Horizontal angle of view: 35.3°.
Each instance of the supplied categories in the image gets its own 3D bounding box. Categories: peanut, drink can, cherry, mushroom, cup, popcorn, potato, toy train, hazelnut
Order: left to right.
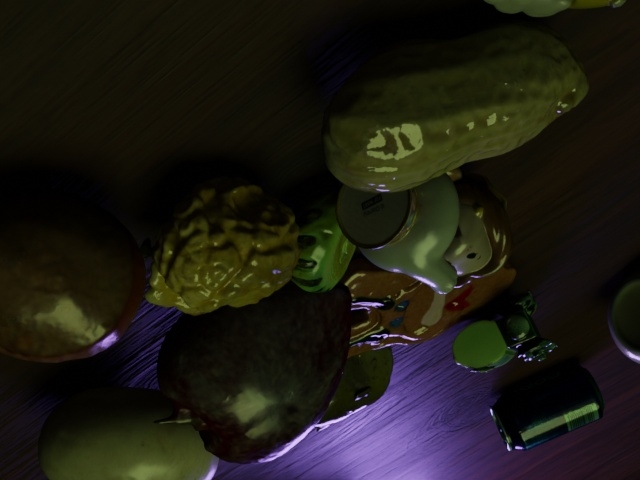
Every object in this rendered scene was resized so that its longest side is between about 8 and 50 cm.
[{"bbox_3d":[-0.286,0.039,1.047,0.214,0.176,0.214,10,166,2],"label":"hazelnut"},{"bbox_3d":[-0.261,0.301,1.378,0.246,0.202,0.246,2,174,0],"label":"mushroom"},{"bbox_3d":[-0.111,0.012,1.122,0.170,0.180,0.180,15,155,22],"label":"popcorn"},{"bbox_3d":[-0.080,0.156,1.293,0.300,0.203,0.230,-40,115,-13],"label":"cherry"},{"bbox_3d":[0.004,0.226,1.543,0.272,0.111,0.160,-9,147,-20],"label":"potato"},{"bbox_3d":[0.140,-0.149,1.052,0.313,0.152,0.152,-20,148,-16],"label":"peanut"},{"bbox_3d":[0.283,0.159,1.588,0.157,0.105,0.253,-26,167,10],"label":"toy train"},{"bbox_3d":[0.438,0.326,1.945,0.205,0.118,0.118,-22,147,-1],"label":"drink can"},{"bbox_3d":[0.629,0.106,1.694,0.202,0.173,0.255,6,138,-40],"label":"cup"}]

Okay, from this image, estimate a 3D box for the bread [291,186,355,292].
[{"bbox_3d":[0.000,0.000,1.225,0.071,0.130,0.139,17,173,16],"label":"bread"}]

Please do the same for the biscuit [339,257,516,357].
[{"bbox_3d":[0.140,0.087,1.464,0.334,0.047,0.202,-9,139,-26],"label":"biscuit"}]

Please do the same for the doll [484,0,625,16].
[{"bbox_3d":[0.263,-0.307,0.935,0.252,0.111,0.237,-8,144,-7],"label":"doll"}]

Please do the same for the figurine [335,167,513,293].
[{"bbox_3d":[0.135,-0.025,1.203,0.142,0.189,0.263,-20,161,34],"label":"figurine"}]
